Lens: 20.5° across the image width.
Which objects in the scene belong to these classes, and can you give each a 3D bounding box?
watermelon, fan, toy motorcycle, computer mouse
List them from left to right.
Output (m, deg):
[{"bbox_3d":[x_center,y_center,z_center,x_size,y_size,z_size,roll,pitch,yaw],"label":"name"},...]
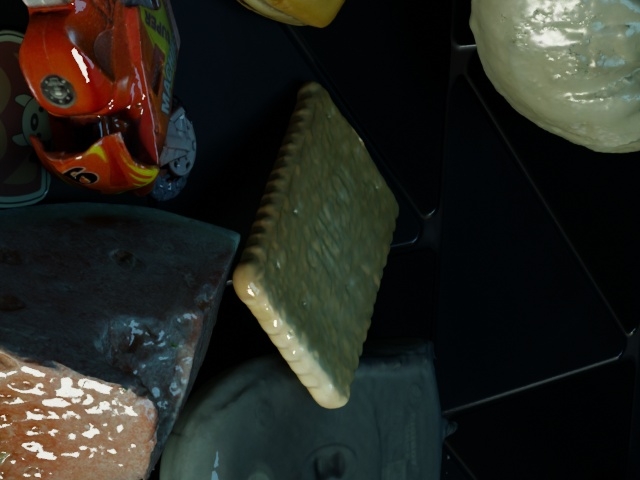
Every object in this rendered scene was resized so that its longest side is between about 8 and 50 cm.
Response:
[{"bbox_3d":[-0.260,-0.090,1.205,0.220,0.009,0.132,4,88,-49],"label":"fan"},{"bbox_3d":[-0.164,0.086,1.222,0.318,0.226,0.148,-16,126,-46],"label":"watermelon"},{"bbox_3d":[-0.155,-0.144,1.244,0.171,0.089,0.298,-48,131,-46],"label":"toy motorcycle"},{"bbox_3d":[-0.015,0.177,1.473,0.371,0.122,0.188,-5,96,-50],"label":"computer mouse"}]

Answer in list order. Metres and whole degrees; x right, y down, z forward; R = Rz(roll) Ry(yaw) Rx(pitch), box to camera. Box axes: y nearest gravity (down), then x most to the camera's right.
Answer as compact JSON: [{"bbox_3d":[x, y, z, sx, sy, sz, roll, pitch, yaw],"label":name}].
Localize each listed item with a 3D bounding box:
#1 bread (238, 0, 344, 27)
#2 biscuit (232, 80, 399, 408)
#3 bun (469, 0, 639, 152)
[{"bbox_3d":[-0.005,-0.269,1.399,0.116,0.077,0.200,23,83,-40],"label":"bread"},{"bbox_3d":[-0.001,0.000,1.425,0.160,0.030,0.250,55,34,-33],"label":"biscuit"},{"bbox_3d":[0.291,-0.249,1.582,0.359,0.211,0.360,-29,127,-48],"label":"bun"}]
